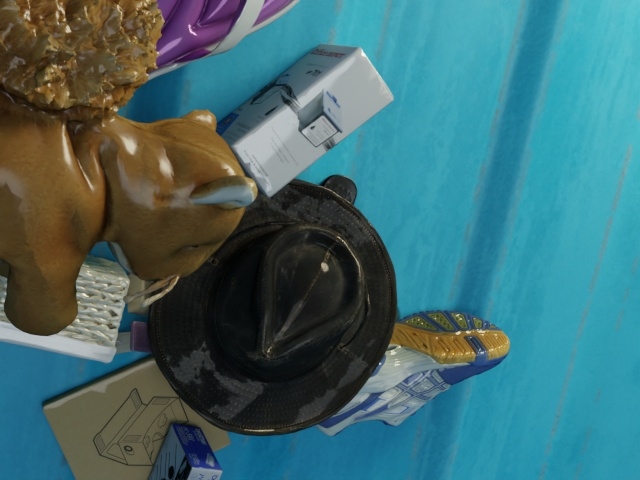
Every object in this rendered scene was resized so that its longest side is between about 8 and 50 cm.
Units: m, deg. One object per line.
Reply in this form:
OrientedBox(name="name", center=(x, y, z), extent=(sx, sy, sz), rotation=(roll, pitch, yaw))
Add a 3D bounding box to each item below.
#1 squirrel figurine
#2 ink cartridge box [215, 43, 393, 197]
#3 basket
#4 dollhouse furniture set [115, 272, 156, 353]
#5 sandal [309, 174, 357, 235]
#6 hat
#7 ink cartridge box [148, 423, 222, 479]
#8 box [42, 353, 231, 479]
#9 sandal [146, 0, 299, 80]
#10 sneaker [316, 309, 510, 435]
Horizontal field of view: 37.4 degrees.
OrientedBox(name="squirrel figurine", center=(-0.243, -0.099, 0.875), extent=(0.371, 0.281, 0.396), rotation=(0, 115, -18))
OrientedBox(name="ink cartridge box", center=(-0.028, -0.147, 1.129), extent=(0.191, 0.140, 0.082), rotation=(-40, 113, -8))
OrientedBox(name="basket", center=(-0.313, 0.063, 1.089), extent=(0.167, 0.113, 0.103), rotation=(16, 96, -24))
OrientedBox(name="dollhouse furniture set", center=(-0.230, 0.089, 1.183), extent=(0.091, 0.081, 0.114), rotation=(18, 67, -55))
OrientedBox(name="sandal", center=(0.000, 0.000, 1.234), extent=(0.067, 0.040, 0.179), rotation=(19, 97, -25))
OrientedBox(name="hat", center=(-0.034, 0.078, 1.130), extent=(0.332, 0.134, 0.331), rotation=(2, 85, -19))
OrientedBox(name="ink cartridge box", center=(-0.194, 0.348, 1.203), extent=(0.046, 0.097, 0.207), rotation=(15, 107, -30))
OrientedBox(name="box", center=(-0.232, 0.237, 1.218), extent=(0.201, 0.021, 0.164), rotation=(-23, 111, -15))
OrientedBox(name="sandal", center=(-0.126, -0.275, 1.017), extent=(0.416, 0.102, 0.169), rotation=(-40, 114, -9))
OrientedBox(name="sneaker", center=(0.118, 0.185, 1.309), extent=(0.297, 0.112, 0.130), rotation=(-8, 121, -15))
